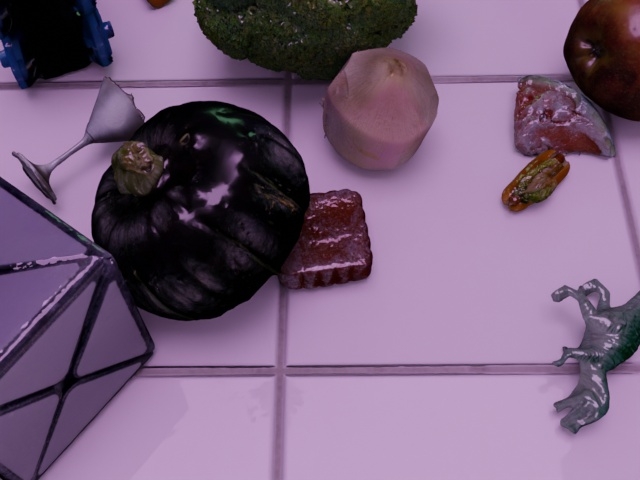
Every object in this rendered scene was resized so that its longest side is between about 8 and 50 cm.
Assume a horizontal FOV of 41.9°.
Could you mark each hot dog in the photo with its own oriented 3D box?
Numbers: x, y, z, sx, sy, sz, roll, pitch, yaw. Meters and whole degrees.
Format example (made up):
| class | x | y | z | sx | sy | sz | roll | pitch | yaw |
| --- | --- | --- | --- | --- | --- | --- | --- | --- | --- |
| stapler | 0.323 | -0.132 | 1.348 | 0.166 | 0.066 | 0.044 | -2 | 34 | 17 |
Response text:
| class | x | y | z | sx | sy | sz | roll | pitch | yaw |
| --- | --- | --- | --- | --- | --- | --- | --- | --- | --- |
| hot dog | 0.316 | -0.087 | 1.216 | 0.133 | 0.041 | 0.056 | -40 | 82 | -19 |

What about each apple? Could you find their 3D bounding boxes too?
| class | x | y | z | sx | sy | sz | roll | pitch | yaw |
| --- | --- | --- | --- | --- | --- | --- | --- | --- | --- |
| apple | 0.479 | -0.288 | 1.235 | 0.229 | 0.230 | 0.230 | -1 | 59 | 1 |

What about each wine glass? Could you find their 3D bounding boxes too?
| class | x | y | z | sx | sy | sz | roll | pitch | yaw |
| --- | --- | --- | --- | --- | --- | --- | --- | --- | --- |
| wine glass | -0.352 | -0.145 | 1.233 | 0.183 | 0.122 | 0.122 | -40 | 66 | -18 |

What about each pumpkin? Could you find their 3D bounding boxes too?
| class | x | y | z | sx | sy | sz | roll | pitch | yaw |
| --- | --- | --- | --- | --- | --- | --- | --- | --- | --- |
| pumpkin | -0.179 | -0.052 | 1.068 | 0.295 | 0.296 | 0.296 | -1 | 59 | 1 |

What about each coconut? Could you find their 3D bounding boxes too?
| class | x | y | z | sx | sy | sz | roll | pitch | yaw |
| --- | --- | --- | --- | --- | --- | --- | --- | --- | --- |
| coconut | 0.084 | -0.197 | 1.206 | 0.170 | 0.183 | 0.171 | 2 | 62 | -5 |

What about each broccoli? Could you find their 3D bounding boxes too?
| class | x | y | z | sx | sy | sz | roll | pitch | yaw |
| --- | --- | --- | --- | --- | --- | --- | --- | --- | --- |
| broccoli | -0.016 | -0.392 | 1.259 | 0.413 | 0.310 | 0.321 | 2 | 58 | 31 |

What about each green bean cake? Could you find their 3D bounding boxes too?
| class | x | y | z | sx | sy | sz | roll | pitch | yaw |
| --- | --- | --- | --- | --- | --- | --- | --- | --- | --- |
| green bean cake | 0.000 | 0.000 | 1.166 | 0.135 | 0.056 | 0.136 | -6 | 59 | -3 |

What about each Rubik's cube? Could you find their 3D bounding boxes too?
| class | x | y | z | sx | sy | sz | roll | pitch | yaw |
| --- | --- | --- | --- | --- | --- | --- | --- | --- | --- |
| Rubik's cube | -0.391 | 0.104 | 0.999 | 0.259 | 0.260 | 0.255 | 29 | 63 | 21 |

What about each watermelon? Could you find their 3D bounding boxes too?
| class | x | y | z | sx | sy | sz | roll | pitch | yaw |
| --- | --- | --- | --- | --- | --- | --- | --- | --- | --- |
| watermelon | 0.354 | -0.179 | 1.262 | 0.139 | 0.071 | 0.187 | -40 | 66 | -15 |

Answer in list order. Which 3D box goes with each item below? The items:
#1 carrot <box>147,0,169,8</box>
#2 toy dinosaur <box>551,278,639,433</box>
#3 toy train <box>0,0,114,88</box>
| class | x | y | z | sx | sy | sz | roll | pitch | yaw |
| --- | --- | --- | --- | --- | --- | --- | --- | --- | --- |
| carrot | -0.325 | -0.504 | 1.478 | 0.067 | 0.067 | 0.225 | -26 | 63 | -14 |
| toy dinosaur | 0.381 | 0.072 | 1.106 | 0.129 | 0.076 | 0.383 | 32 | 68 | 12 |
| toy train | -0.441 | -0.403 | 1.282 | 0.187 | 0.300 | 0.265 | -20 | 71 | -10 |
